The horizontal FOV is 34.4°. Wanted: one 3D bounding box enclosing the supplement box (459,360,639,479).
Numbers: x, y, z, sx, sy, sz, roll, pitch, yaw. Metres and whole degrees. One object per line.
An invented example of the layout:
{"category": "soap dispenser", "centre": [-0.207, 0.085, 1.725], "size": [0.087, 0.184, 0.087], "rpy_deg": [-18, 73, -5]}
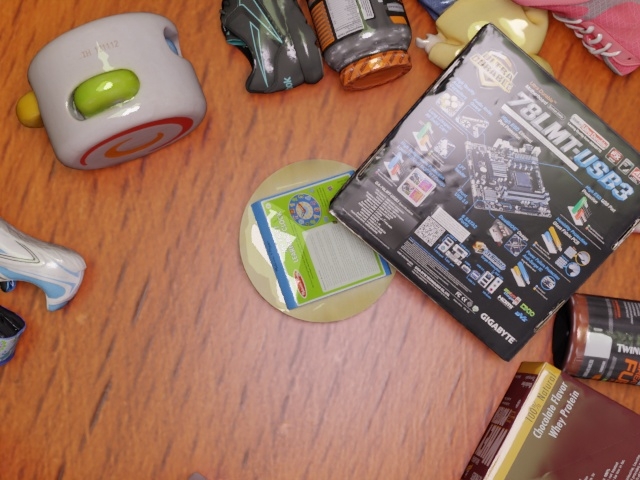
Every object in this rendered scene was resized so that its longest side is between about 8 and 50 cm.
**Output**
{"category": "supplement box", "centre": [0.294, 0.273, 1.230], "size": [0.194, 0.129, 0.191], "rpy_deg": [29, 84, 2]}

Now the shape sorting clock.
{"category": "shape sorting clock", "centre": [0.000, 0.000, 1.302], "size": [0.206, 0.040, 0.206], "rpy_deg": [2, 82, -13]}

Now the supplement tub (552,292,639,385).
{"category": "supplement tub", "centre": [0.390, 0.125, 1.261], "size": [0.198, 0.106, 0.106], "rpy_deg": [7, 83, 1]}

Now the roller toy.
{"category": "roller toy", "centre": [-0.247, -0.183, 1.247], "size": [0.191, 0.209, 0.146], "rpy_deg": [-17, 82, -42]}

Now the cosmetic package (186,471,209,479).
{"category": "cosmetic package", "centre": [-0.125, 0.389, 1.201], "size": [0.184, 0.151, 0.151], "rpy_deg": [37, 84, 2]}

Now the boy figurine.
{"category": "boy figurine", "centre": [0.215, -0.270, 1.312], "size": [0.177, 0.092, 0.285], "rpy_deg": [-36, 86, -5]}

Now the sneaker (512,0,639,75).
{"category": "sneaker", "centre": [0.362, -0.269, 1.269], "size": [0.314, 0.116, 0.136], "rpy_deg": [1, 114, -20]}

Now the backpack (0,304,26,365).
{"category": "backpack", "centre": [-0.424, 0.111, 1.256], "size": [0.114, 0.105, 0.084], "rpy_deg": [26, 106, 2]}

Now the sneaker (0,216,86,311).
{"category": "sneaker", "centre": [-0.405, 0.009, 1.277], "size": [0.237, 0.085, 0.086], "rpy_deg": [28, 91, 6]}

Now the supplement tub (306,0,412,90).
{"category": "supplement tub", "centre": [0.045, -0.292, 1.299], "size": [0.117, 0.117, 0.190], "rpy_deg": [-16, 85, -3]}

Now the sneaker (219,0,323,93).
{"category": "sneaker", "centre": [-0.086, -0.312, 1.308], "size": [0.106, 0.101, 0.267], "rpy_deg": [-21, 84, -1]}

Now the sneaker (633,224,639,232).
{"category": "sneaker", "centre": [0.443, -0.066, 1.312], "size": [0.070, 0.051, 0.134], "rpy_deg": [17, 87, 0]}

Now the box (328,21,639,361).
{"category": "box", "centre": [0.212, -0.056, 1.245], "size": [0.295, 0.073, 0.293], "rpy_deg": [40, 98, -3]}
